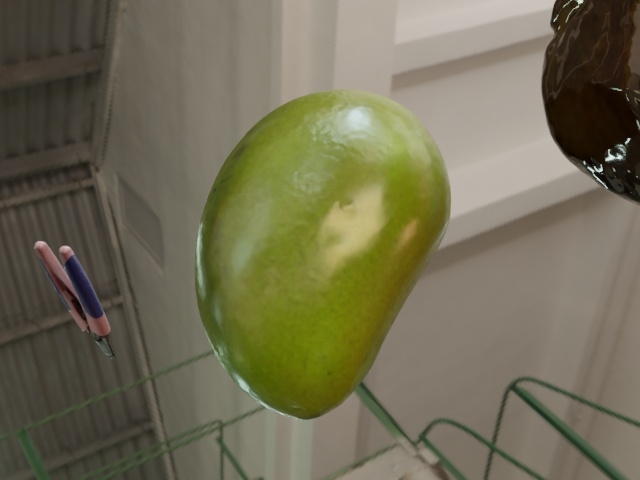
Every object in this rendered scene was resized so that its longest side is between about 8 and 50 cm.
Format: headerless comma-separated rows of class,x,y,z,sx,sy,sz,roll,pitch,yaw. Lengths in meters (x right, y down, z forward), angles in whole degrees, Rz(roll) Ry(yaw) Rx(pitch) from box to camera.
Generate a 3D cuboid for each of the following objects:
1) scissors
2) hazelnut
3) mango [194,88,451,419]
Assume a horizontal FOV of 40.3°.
scissors,-0.182,0.048,0.665,0.012,0.039,0.113,-49,-45,-39
hazelnut,0.258,-0.114,0.541,0.218,0.218,0.234,-20,-23,-27
mango,-0.006,-0.006,0.693,0.273,0.185,0.149,-57,-11,-24
